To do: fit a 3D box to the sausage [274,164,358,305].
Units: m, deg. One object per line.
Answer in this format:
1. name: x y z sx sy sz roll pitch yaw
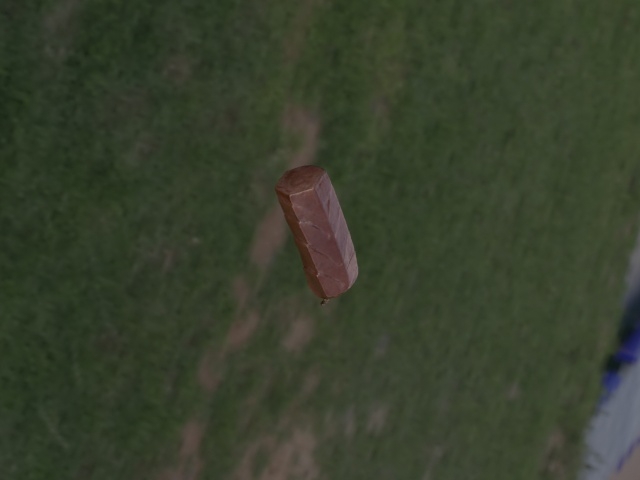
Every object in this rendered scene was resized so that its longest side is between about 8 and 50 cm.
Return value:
1. sausage: 0.001 0.000 1.702 0.065 0.065 0.169 -50 134 -39
